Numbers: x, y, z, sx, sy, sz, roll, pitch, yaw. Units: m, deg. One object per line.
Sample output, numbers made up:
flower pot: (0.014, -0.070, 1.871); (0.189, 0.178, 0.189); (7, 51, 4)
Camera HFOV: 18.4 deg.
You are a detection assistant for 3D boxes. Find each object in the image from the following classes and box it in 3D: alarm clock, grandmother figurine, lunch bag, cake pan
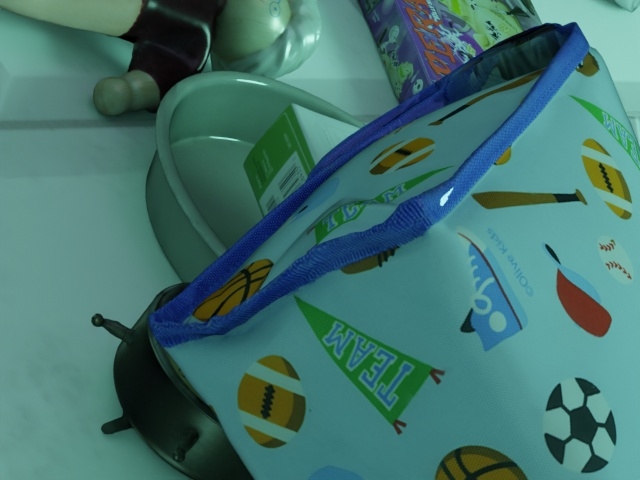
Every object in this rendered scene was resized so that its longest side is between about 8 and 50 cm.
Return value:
alarm clock: (-0.046, 0.090, 1.184); (0.192, 0.064, 0.129); (0, 46, -45)
grandmother figurine: (-0.140, -0.183, 1.419); (0.342, 0.104, 0.208); (13, 71, -39)
lunch bag: (0.122, 0.075, 1.144); (0.328, 0.239, 0.385); (60, 34, -11)
cake pan: (0.000, 0.000, 1.376); (0.293, 0.054, 0.293); (28, 31, -18)

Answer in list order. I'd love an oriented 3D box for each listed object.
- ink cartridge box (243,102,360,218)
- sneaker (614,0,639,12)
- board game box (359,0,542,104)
ink cartridge box: (0.059, -0.009, 1.334); (0.209, 0.062, 0.109); (17, 36, -35)
sneaker: (0.316, -0.357, 2.218); (0.169, 0.108, 0.292); (29, 29, 4)
board game box: (0.134, -0.177, 1.793); (0.208, 0.056, 0.347); (15, 36, -29)
